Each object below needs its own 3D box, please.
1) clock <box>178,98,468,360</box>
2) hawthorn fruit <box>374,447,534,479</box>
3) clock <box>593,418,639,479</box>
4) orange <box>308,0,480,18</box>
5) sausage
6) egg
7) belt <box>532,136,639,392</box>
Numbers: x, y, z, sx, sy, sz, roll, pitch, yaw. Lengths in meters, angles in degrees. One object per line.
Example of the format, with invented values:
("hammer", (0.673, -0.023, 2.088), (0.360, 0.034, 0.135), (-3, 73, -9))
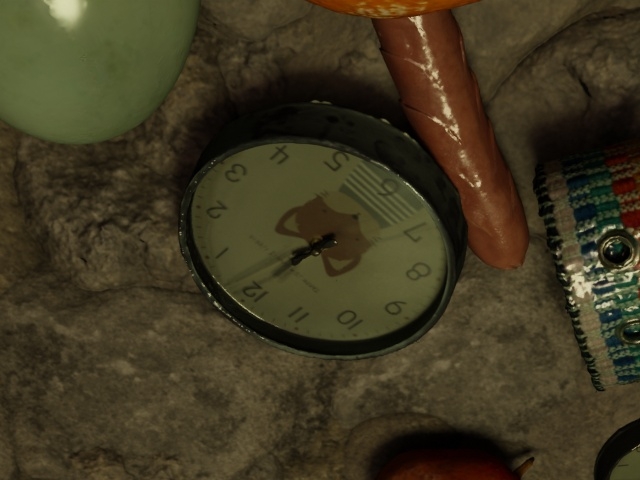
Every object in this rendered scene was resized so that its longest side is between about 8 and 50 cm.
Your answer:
("clock", (0.000, 0.000, 1.175), (0.325, 0.067, 0.325), (8, 129, 11))
("hawthorn fruit", (0.183, 0.340, 1.344), (0.226, 0.196, 0.196), (-30, 115, -9))
("clock", (0.451, 0.308, 1.372), (0.185, 0.040, 0.184), (1, 118, 2))
("orange", (0.053, -0.376, 0.844), (0.424, 0.326, 0.423), (2, 76, -10))
("sausage", (0.133, -0.142, 1.117), (0.088, 0.088, 0.433), (-18, 118, 13))
("egg", (-0.248, -0.273, 0.966), (0.276, 0.276, 0.388), (-8, 117, 7))
("belt", (0.340, 0.033, 1.137), (0.161, 0.206, 0.295), (-17, 118, 14))
